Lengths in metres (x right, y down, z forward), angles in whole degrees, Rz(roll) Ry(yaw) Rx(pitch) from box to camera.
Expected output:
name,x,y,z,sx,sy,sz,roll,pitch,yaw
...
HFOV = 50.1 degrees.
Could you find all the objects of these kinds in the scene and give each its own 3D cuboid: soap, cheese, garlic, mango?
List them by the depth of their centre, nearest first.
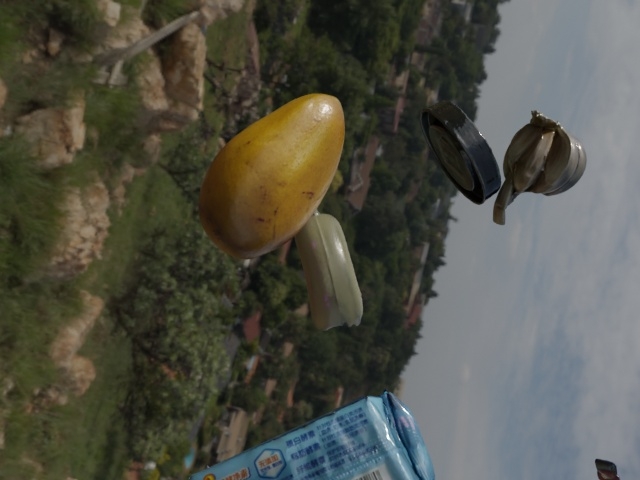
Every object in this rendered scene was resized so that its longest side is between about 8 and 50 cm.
name,x,y,z,sx,sy,sz,roll,pitch,yaw
soap,-0.013,0.289,0.775,0.077,0.293,0.156,82,-14,-68
mango,-0.048,-0.077,0.790,0.219,0.112,0.145,-49,147,-4
cheese,0.000,0.000,1.081,0.163,0.082,0.287,113,-36,-83
garlic,0.349,-0.106,1.119,0.194,0.127,0.131,-59,178,3
cheese,0.550,0.482,1.289,0.038,0.095,0.145,-19,97,-34

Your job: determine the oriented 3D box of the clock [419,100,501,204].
name,x,y,z,sx,sy,sz,roll,pitch,yaw
clock,0.229,-0.145,1.123,0.040,0.185,0.184,-33,165,-2
